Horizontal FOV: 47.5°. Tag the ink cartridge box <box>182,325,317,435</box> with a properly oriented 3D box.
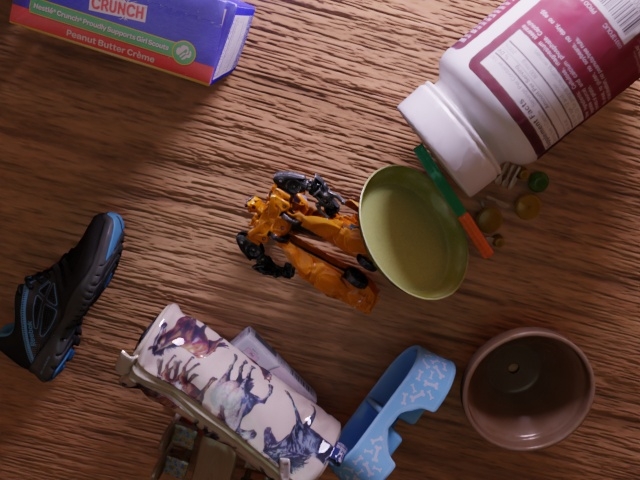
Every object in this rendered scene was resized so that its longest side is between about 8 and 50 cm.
[{"bbox_3d":[-0.152,0.304,1.375,0.232,0.066,0.189,-42,103,6],"label":"ink cartridge box"}]

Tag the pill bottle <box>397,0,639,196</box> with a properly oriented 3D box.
[{"bbox_3d":[0.328,-0.260,1.126,0.392,0.224,0.224,-39,103,10],"label":"pill bottle"}]

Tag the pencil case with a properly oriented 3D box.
[{"bbox_3d":[-0.153,0.280,1.248,0.410,0.183,0.160,37,107,-9],"label":"pencil case"}]

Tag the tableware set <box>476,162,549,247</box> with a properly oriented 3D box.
[{"bbox_3d":[0.337,-0.060,1.290,0.103,0.024,0.154,20,104,-10],"label":"tableware set"}]

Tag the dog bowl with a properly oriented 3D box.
[{"bbox_3d":[0.121,0.314,1.302,0.074,0.166,0.297,38,84,-5],"label":"dog bowl"}]

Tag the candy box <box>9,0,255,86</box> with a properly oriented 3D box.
[{"bbox_3d":[-0.246,-0.329,1.050,0.268,0.317,0.122,18,105,-5],"label":"candy box"}]

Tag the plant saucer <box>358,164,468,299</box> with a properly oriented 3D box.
[{"bbox_3d":[0.150,-0.011,1.222,0.241,0.241,0.037,46,139,-12],"label":"plant saucer"}]

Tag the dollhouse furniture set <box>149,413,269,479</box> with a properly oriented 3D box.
[{"bbox_3d":[-0.217,0.482,1.353,0.212,0.161,0.242,18,110,3],"label":"dollhouse furniture set"}]

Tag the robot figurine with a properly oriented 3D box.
[{"bbox_3d":[0.000,0.000,1.262,0.290,0.085,0.211,31,115,-10],"label":"robot figurine"}]

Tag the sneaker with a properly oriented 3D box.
[{"bbox_3d":[-0.459,0.087,1.272,0.139,0.125,0.341,30,102,-4],"label":"sneaker"}]

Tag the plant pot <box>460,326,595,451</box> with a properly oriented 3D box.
[{"bbox_3d":[0.369,0.257,1.336,0.237,0.110,0.238,0,107,0],"label":"plant pot"}]

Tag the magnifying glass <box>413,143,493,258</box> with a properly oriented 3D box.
[{"bbox_3d":[0.228,-0.066,1.247,0.026,0.092,0.231,-35,103,11],"label":"magnifying glass"}]
